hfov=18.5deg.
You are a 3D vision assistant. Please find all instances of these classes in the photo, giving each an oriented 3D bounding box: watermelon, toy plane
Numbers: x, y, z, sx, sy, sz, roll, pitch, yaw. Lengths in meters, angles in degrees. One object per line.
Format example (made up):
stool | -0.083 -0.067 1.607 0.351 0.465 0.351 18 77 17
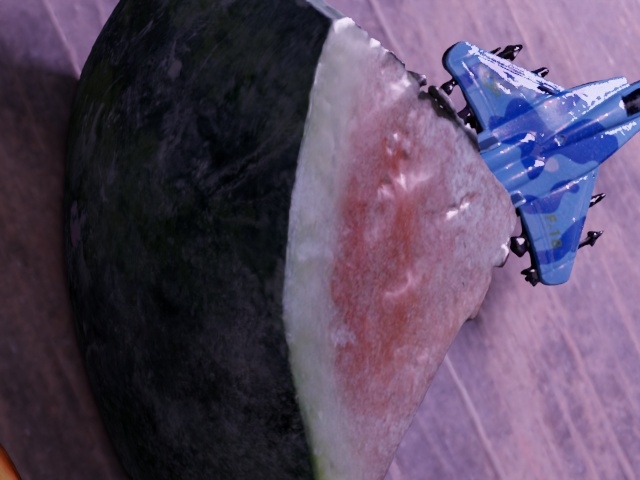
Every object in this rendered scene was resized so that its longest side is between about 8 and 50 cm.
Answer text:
watermelon | 0.000 0.000 1.115 0.258 0.228 0.387 -5 89 -41
toy plane | 0.160 -0.071 1.288 0.246 0.078 0.169 -29 97 -38

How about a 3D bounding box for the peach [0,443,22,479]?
peach | -0.224 0.151 0.961 0.184 0.184 0.184 6 79 -30
